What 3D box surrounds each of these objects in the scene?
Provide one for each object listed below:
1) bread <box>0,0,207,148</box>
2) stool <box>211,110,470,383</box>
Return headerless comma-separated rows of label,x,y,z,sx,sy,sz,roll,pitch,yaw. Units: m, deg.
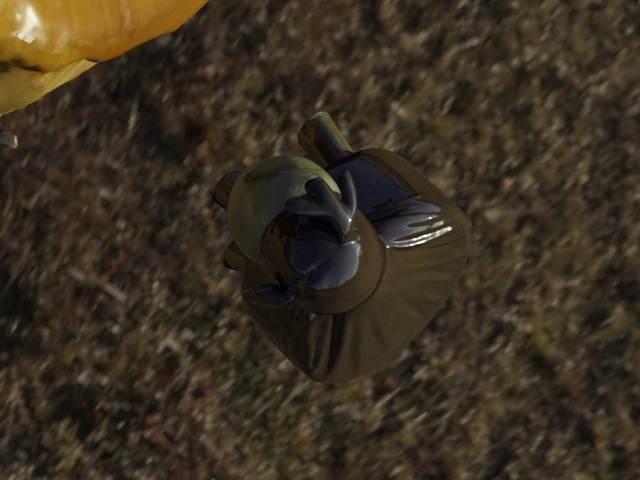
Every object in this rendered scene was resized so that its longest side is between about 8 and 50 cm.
bread,-0.156,-0.174,0.847,0.236,0.183,0.388,62,23,-12
stool,0.000,0.000,1.037,0.125,0.217,0.121,-49,65,6
